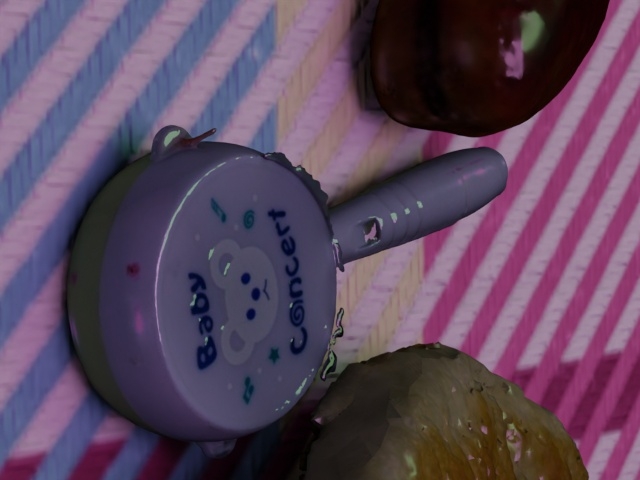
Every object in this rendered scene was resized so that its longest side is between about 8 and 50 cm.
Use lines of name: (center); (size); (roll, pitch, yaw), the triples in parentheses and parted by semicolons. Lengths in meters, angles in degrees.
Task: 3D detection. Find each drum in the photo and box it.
drum: (0.000, 0.021, 0.816); (0.253, 0.049, 0.130); (0, 91, -51)

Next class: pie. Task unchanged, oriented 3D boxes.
pie: (0.070, 0.192, 0.829); (0.371, 0.078, 0.296); (49, 36, -49)

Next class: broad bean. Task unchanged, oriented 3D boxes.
broad bean: (0.087, -0.112, 0.897); (0.165, 0.084, 0.114); (-42, 139, -49)
